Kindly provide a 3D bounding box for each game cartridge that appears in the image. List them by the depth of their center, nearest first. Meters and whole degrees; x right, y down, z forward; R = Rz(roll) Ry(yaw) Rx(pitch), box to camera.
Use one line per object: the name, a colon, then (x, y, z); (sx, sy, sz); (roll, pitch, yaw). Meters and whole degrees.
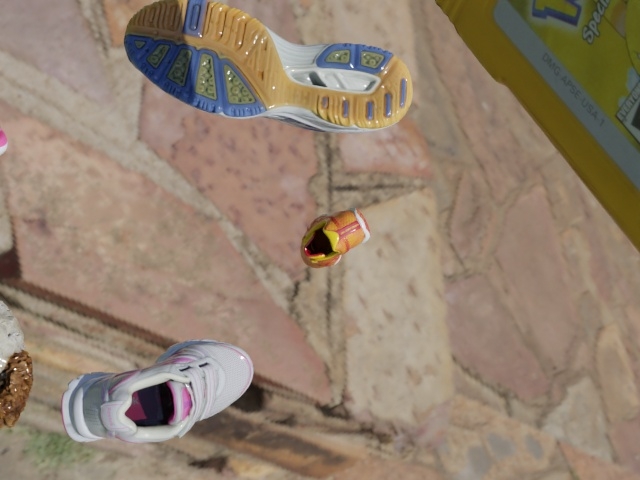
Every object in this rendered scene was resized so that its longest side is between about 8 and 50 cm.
game cartridge: (0.200, -0.183, 0.711); (0.053, 0.285, 0.323); (-14, 56, -34)

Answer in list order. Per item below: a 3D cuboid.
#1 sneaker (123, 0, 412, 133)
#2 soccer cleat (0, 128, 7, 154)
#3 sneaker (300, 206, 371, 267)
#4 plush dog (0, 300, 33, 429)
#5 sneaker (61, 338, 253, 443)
sneaker: (-0.059, -0.163, 1.179); (0.297, 0.131, 0.111); (15, 84, -9)
soccer cleat: (-0.637, -0.158, 1.775); (0.331, 0.143, 0.116); (19, 23, 15)
sneaker: (0.000, 0.000, 1.376); (0.067, 0.175, 0.064); (-25, 84, -21)
plush dog: (-0.429, 0.121, 1.206); (0.225, 0.210, 0.262); (-20, 53, -37)
sneaker: (-0.173, 0.187, 1.350); (0.252, 0.111, 0.102); (-17, 103, -39)
